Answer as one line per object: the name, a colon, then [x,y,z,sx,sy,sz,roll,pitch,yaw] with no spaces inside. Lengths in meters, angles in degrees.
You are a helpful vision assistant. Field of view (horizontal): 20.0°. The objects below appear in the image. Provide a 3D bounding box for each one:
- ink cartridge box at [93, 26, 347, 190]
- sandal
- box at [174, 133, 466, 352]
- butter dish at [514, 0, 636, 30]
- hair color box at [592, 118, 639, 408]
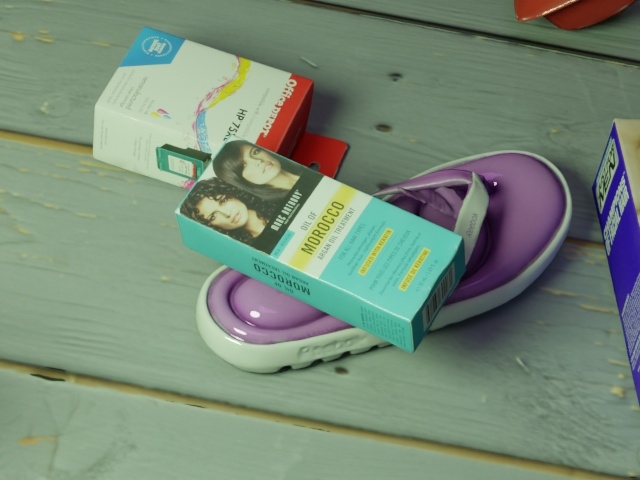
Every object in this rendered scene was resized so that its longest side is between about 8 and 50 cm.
ink cartridge box: [-0.094,-0.113,1.799,0.231,0.078,0.134,18,48,6]
sandal: [0.079,0.005,1.699,0.416,0.102,0.169,-27,57,-27]
box: [0.000,0.000,1.619,0.244,0.060,0.100,24,64,20]
butter dish: [0.303,-0.294,2.012,0.160,0.118,0.160,-22,43,25]
hair color box: [0.381,0.037,1.721,0.185,0.110,0.339,1,46,-7]
